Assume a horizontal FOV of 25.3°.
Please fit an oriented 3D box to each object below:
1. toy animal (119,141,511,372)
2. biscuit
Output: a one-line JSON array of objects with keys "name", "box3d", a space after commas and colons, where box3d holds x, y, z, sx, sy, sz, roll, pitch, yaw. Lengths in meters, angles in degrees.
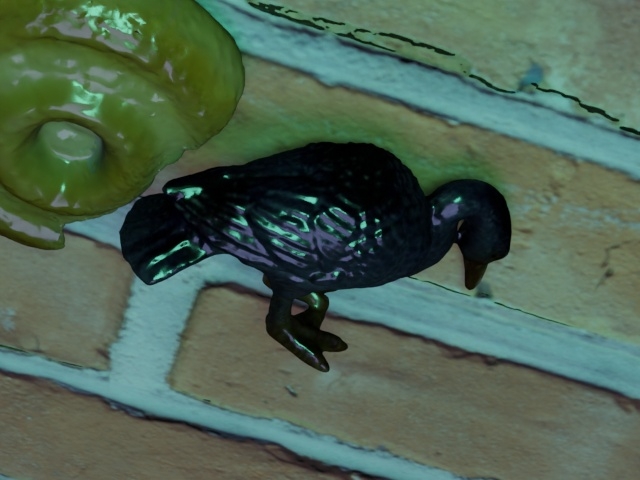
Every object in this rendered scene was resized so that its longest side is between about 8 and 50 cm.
[{"name": "toy animal", "box3d": [0.000, 0.000, 1.104, 0.298, 0.122, 0.185, 15, 140, -20]}, {"name": "biscuit", "box3d": [-0.207, -0.104, 1.062, 0.213, 0.091, 0.274, 34, 133, -24]}]
